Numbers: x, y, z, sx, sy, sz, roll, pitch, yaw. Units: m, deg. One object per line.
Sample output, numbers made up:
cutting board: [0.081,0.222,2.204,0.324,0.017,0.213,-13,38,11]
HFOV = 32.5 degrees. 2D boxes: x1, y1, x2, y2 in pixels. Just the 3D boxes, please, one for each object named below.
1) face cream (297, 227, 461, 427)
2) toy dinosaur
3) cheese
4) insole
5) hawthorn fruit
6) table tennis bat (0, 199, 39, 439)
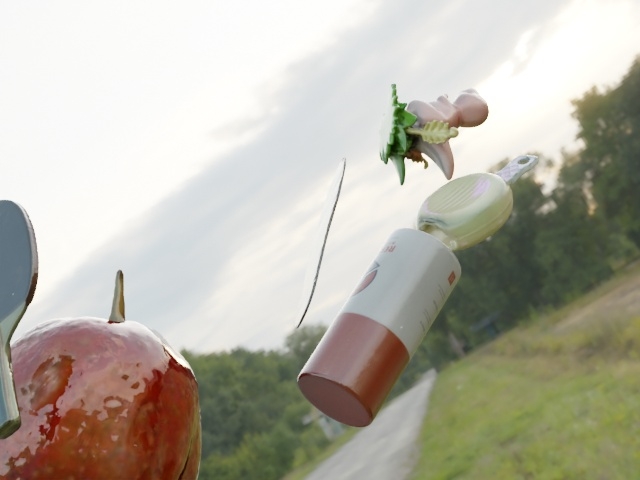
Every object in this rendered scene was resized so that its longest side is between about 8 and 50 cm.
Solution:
face cream: [0.067,0.094,1.214,0.214,0.096,0.096,-55,5,-29]
toy dinosaur: [0.189,-0.172,1.790,0.177,0.194,0.152,5,-50,-6]
cheese: [0.245,-0.067,1.657,0.227,0.064,0.137,-38,31,-24]
insole: [0.000,0.000,1.638,0.111,0.007,0.327,117,170,-47]
hawthorn fruit: [-0.268,0.193,1.311,0.287,0.330,0.287,9,-16,3]
table tennis bat: [-0.331,0.076,1.101,0.154,0.274,0.021,-38,-40,22]
